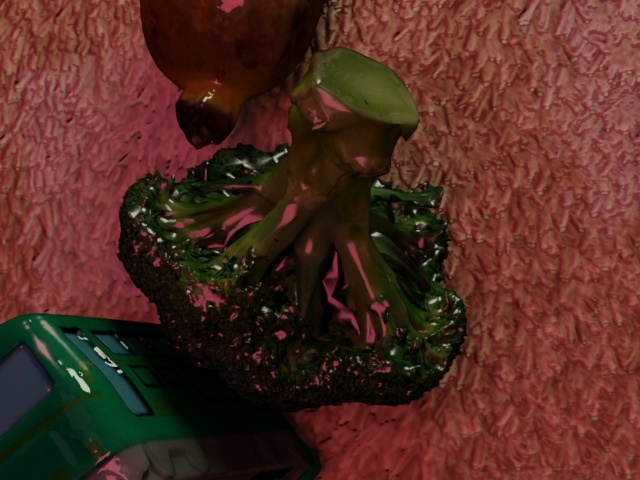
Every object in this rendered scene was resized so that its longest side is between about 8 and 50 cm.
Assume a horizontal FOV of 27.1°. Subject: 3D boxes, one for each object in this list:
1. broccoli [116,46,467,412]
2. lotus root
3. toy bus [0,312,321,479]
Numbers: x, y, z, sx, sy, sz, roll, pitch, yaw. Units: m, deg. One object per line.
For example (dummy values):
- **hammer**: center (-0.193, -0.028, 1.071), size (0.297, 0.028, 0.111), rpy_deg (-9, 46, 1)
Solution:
- **broccoli**: center (0.000, 0.000, 1.055), size (0.297, 0.297, 0.297), rpy_deg (40, 129, 12)
- **lotus root**: center (-0.075, -0.230, 1.156), size (0.169, 0.141, 0.314), rpy_deg (10, 87, 31)
- **toy bus**: center (-0.165, 0.168, 1.070), size (0.183, 0.343, 0.199), rpy_deg (-42, 71, 12)
